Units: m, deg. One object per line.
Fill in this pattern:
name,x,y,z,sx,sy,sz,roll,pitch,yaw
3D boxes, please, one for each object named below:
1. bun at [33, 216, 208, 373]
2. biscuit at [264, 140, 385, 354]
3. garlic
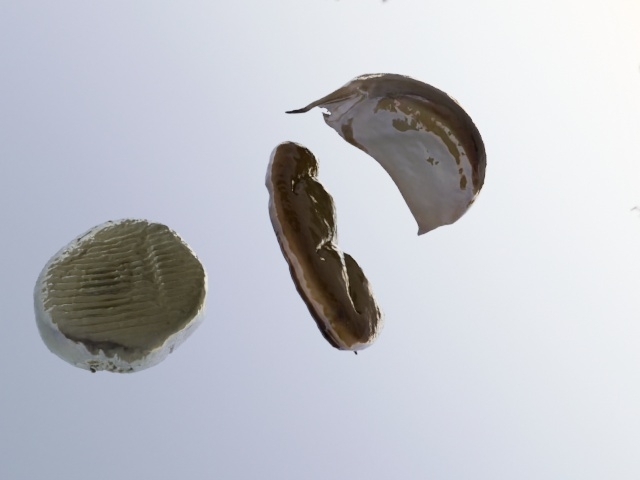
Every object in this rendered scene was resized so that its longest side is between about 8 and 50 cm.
bun,-0.256,0.079,0.884,0.220,0.134,0.220,2,-127,-2
biscuit,-0.003,-0.002,0.858,0.154,0.045,0.299,7,-124,-59
garlic,0.132,-0.159,1.047,0.338,0.196,0.151,39,179,-30
